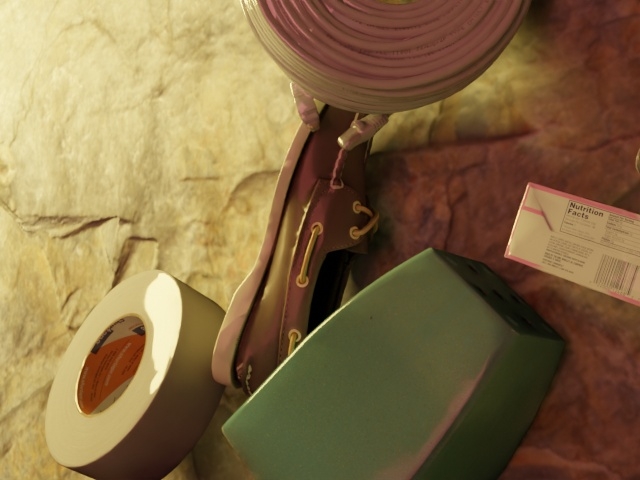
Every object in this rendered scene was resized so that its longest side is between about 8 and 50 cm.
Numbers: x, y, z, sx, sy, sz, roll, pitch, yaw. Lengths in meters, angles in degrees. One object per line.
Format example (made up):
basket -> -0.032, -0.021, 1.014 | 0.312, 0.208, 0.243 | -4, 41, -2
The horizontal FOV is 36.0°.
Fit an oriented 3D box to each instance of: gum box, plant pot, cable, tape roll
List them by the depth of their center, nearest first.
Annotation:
gum box -> 0.240, 0.014, 0.735 | 0.188, 0.107, 0.062 | 22, 98, 37
plant pot -> 0.075, 0.131, 0.818 | 0.165, 0.165, 0.234 | 47, 109, 32
cable -> 0.055, -0.239, 0.843 | 0.257, 0.089, 0.257 | -30, 88, -4
tape roll -> -0.190, 0.142, 1.018 | 0.219, 0.072, 0.219 | -31, 39, 30

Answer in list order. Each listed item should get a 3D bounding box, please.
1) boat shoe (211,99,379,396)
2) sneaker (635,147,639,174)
boat shoe -> 0.000, 0.000, 0.923 | 0.096, 0.116, 0.324 | 22, 92, 18
sneaker -> 0.320, -0.034, 0.695 | 0.215, 0.083, 0.084 | 26, 102, 38
